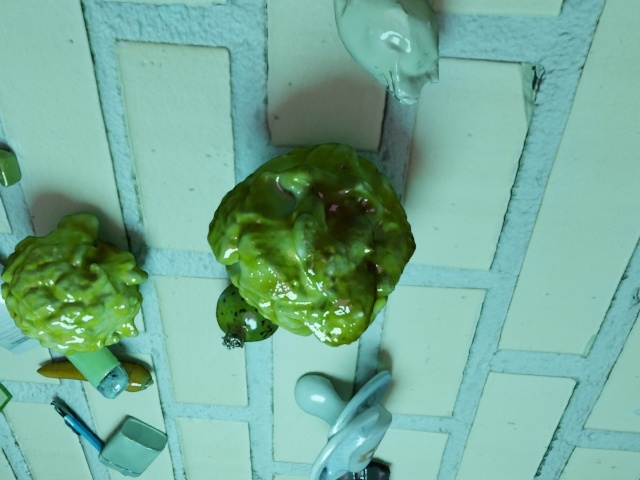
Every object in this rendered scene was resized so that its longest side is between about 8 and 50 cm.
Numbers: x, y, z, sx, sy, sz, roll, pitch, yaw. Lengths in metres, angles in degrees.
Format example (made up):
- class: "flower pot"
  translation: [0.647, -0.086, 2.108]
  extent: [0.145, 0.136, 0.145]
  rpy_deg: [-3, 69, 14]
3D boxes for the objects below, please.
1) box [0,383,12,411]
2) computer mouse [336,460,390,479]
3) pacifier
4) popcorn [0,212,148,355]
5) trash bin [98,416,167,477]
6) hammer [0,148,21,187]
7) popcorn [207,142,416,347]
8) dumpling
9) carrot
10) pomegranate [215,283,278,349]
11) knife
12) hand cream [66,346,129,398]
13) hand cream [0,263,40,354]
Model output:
- class: "box"
  translation: [-0.837, 0.374, 1.009]
  extent: [0.194, 0.178, 0.148]
  rpy_deg: [-14, 119, 13]
- class: "computer mouse"
  translation: [0.101, 0.626, 1.128]
  extent: [0.146, 0.088, 0.265]
  rpy_deg: [-5, 117, 5]
- class: "pacifier"
  translation: [0.025, 0.352, 0.943]
  extent: [0.207, 0.227, 0.279]
  rpy_deg: [38, 125, 30]
- class: "popcorn"
  translation: [-0.406, 0.076, 0.797]
  extent: [0.234, 0.217, 0.181]
  rpy_deg: [24, 146, -16]
- class: "trash bin"
  translation: [-0.447, 0.495, 1.112]
  extent: [0.116, 0.059, 0.130]
  rpy_deg: [34, 116, -16]
- class: "hammer"
  translation: [-0.621, -0.141, 0.772]
  extent: [0.226, 0.041, 0.159]
  rpy_deg: [9, 122, 1]
- class: "popcorn"
  translation: [-0.002, -0.006, 0.671]
  extent: [0.246, 0.282, 0.282]
  rpy_deg: [6, 128, 44]
- class: "dumpling"
  translation: [0.092, -0.271, 0.591]
  extent: [0.118, 0.136, 0.199]
  rpy_deg: [-16, 100, 53]
- class: "carrot"
  translation: [-0.485, 0.278, 0.996]
  extent: [0.270, 0.066, 0.062]
  rpy_deg: [7, 77, 4]
- class: "pomegranate"
  translation: [-0.127, 0.133, 0.837]
  extent: [0.130, 0.130, 0.130]
  rpy_deg: [2, 120, 4]
- class: "knife"
  translation: [-0.556, 0.483, 1.128]
  extent: [0.044, 0.026, 0.297]
  rpy_deg: [-1, 125, 43]
- class: "hand cream"
  translation: [-0.457, 0.240, 0.943]
  extent: [0.175, 0.046, 0.095]
  rpy_deg: [44, 102, 12]
- class: "hand cream"
  translation: [-0.652, 0.081, 0.875]
  extent: [0.185, 0.118, 0.359]
  rpy_deg: [-25, 122, 16]
